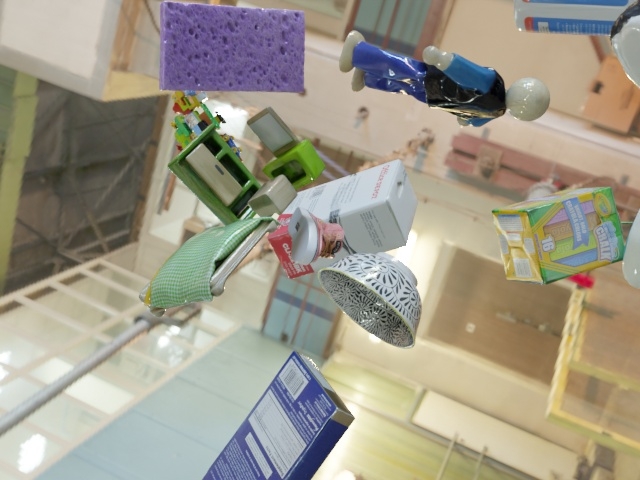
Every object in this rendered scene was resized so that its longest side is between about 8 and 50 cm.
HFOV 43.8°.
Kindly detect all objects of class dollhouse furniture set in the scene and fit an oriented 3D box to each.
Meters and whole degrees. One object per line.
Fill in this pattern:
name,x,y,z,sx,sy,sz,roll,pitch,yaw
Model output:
dollhouse furniture set,-0.162,-0.050,1.150,0.198,0.151,0.301,-21,25,49

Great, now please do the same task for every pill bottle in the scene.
pill bottle,0.371,-0.326,1.026,0.124,0.222,0.124,10,-90,-69

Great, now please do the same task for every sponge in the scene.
sponge,-0.121,-0.266,1.110,0.031,0.210,0.117,18,110,62

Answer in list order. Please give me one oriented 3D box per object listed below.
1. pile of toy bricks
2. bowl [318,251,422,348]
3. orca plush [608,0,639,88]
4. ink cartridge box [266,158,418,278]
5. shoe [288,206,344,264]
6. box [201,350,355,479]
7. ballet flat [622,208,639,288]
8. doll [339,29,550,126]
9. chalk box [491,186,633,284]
pile of toy bricks,-0.267,-0.231,1.680,0.105,0.212,0.118,-36,-8,20
bowl,0.087,0.070,1.132,0.080,0.170,0.170,-49,-20,-18
orca plush,0.350,-0.109,0.551,0.102,0.287,0.151,-56,-21,-24
ink cartridge box,0.052,-0.046,1.659,0.114,0.273,0.197,62,-154,-22
shoe,0.000,0.000,1.249,0.063,0.081,0.178,-64,15,14
box,-0.061,0.256,0.937,0.225,0.036,0.136,-54,31,5
ballet flat,0.618,-0.087,1.249,0.400,0.139,0.139,-61,-13,9
doll,0.110,-0.140,0.708,0.046,0.189,0.129,-66,-25,-9
chalk box,0.428,-0.017,1.367,0.132,0.213,0.132,-179,73,-74
